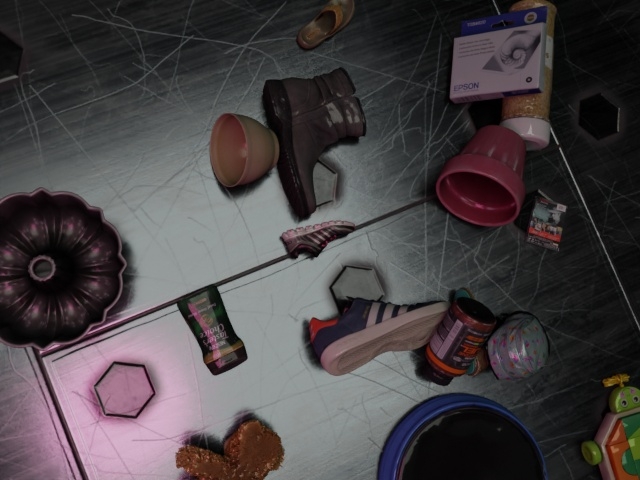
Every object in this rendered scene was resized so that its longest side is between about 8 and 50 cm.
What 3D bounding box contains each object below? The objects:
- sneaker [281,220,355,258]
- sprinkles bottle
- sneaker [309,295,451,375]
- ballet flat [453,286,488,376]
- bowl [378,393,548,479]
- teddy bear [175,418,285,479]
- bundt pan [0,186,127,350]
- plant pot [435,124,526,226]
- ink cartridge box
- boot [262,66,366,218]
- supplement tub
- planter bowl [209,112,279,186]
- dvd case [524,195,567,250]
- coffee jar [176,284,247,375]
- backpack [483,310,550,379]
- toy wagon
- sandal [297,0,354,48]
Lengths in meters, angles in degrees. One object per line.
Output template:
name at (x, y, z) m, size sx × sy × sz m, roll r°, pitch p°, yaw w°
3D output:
sneaker at (0.000, 0.000, 1.520) m, size 0.170 × 0.063 × 0.074 m, roll -12°, pitch 84°, yaw -6°
sprinkles bottle at (0.509, -0.404, 1.631) m, size 0.121 × 0.121 × 0.355 m, roll 8°, pitch 81°, yaw -8°
sneaker at (0.135, 0.176, 1.496) m, size 0.350 × 0.131 × 0.148 m, roll -13°, pitch 46°, yaw -26°
ballet flat at (0.356, 0.213, 1.558) m, size 0.067 × 0.073 × 0.206 m, roll 1°, pitch 84°, yaw -37°
bowl at (0.328, 0.546, 1.494) m, size 0.391 × 0.077 × 0.391 m, roll 1°, pitch 82°, yaw -9°
teddy bear at (-0.217, 0.525, 1.373) m, size 0.245 × 0.113 × 0.338 m, roll 28°, pitch 75°, yaw -24°
bundt pan at (-0.567, 0.062, 1.385) m, size 0.331 × 0.124 × 0.330 m, roll 1°, pitch 83°, yaw -9°
plant pot at (0.394, -0.162, 1.552) m, size 0.201 × 0.201 × 0.180 m, roll 31°, pitch 63°, yaw -4°
ink cartridge box at (0.427, -0.452, 1.594) m, size 0.223 × 0.045 × 0.224 m, roll -1°, pitch 78°, yaw 34°
boot at (0.009, -0.233, 1.531) m, size 0.223 × 0.118 × 0.338 m, roll -11°, pitch 89°, yaw -16°
supplement tub at (0.304, 0.231, 1.484) m, size 0.106 × 0.106 × 0.198 m, roll 21°, pitch 116°, yaw -6°
planter bowl at (-0.162, -0.203, 1.485) m, size 0.109 × 0.162 × 0.162 m, roll -6°, pitch 83°, yaw -38°
dvd case at (0.560, -0.042, 1.644) m, size 0.087 × 0.013 × 0.119 m, roll 16°, pitch 81°, yaw -7°
coffee jar at (-0.233, 0.197, 1.445) m, size 0.096 × 0.079 × 0.184 m, roll -26°, pitch 88°, yaw -12°
backpack at (0.448, 0.241, 1.503) m, size 0.182 × 0.115 × 0.152 m, roll -18°, pitch 80°, yaw -52°
toy wagon at (0.759, 0.491, 1.577) m, size 0.267 × 0.068 × 0.344 m, roll -13°, pitch 85°, yaw -11°
sandal at (0.018, -0.533, 1.601) m, size 0.180 × 0.049 × 0.072 m, roll -43°, pitch 91°, yaw -12°
